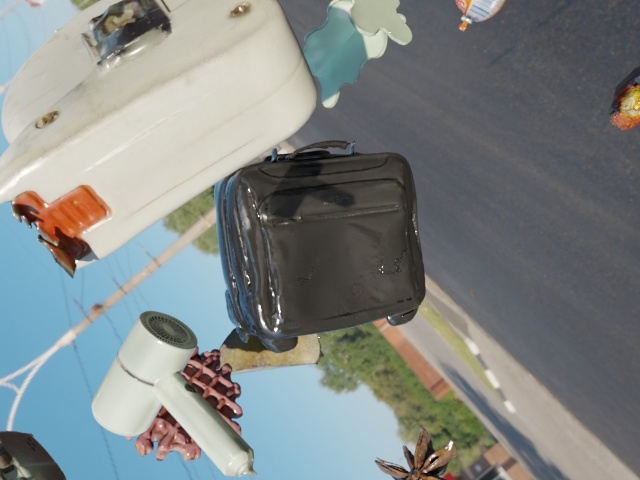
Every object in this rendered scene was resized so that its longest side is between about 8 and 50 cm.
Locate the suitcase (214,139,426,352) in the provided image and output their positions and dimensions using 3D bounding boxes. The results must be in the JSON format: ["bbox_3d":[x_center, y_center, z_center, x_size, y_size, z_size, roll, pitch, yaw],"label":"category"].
[{"bbox_3d":[0.000,0.000,1.084,0.188,0.345,0.339,177,85,-67],"label":"suitcase"}]

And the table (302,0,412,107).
[{"bbox_3d":[0.042,-0.356,1.121,0.166,0.166,0.198,51,137,-1],"label":"table"}]

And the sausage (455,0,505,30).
[{"bbox_3d":[0.240,-0.382,0.793,0.071,0.234,0.071,23,-159,-9],"label":"sausage"}]

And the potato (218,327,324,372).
[{"bbox_3d":[-0.124,0.226,1.379,0.098,0.243,0.138,123,141,-73],"label":"potato"}]

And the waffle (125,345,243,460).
[{"bbox_3d":[-0.242,0.273,1.063,0.234,0.221,0.055,-115,34,-44],"label":"waffle"}]

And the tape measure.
[{"bbox_3d":[-0.152,-0.132,0.542,0.265,0.258,0.130,54,177,44],"label":"tape measure"}]

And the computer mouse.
[{"bbox_3d":[-0.557,0.470,1.138,0.389,0.115,0.199,46,-144,17],"label":"computer mouse"}]

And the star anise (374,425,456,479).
[{"bbox_3d":[0.132,0.322,0.816,0.042,0.141,0.141,43,-177,-35],"label":"star anise"}]

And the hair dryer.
[{"bbox_3d":[-0.096,0.120,0.427,0.137,0.082,0.047,36,-168,27],"label":"hair dryer"}]

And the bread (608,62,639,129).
[{"bbox_3d":[0.511,-0.230,0.940,0.095,0.139,0.269,41,-145,7],"label":"bread"}]
